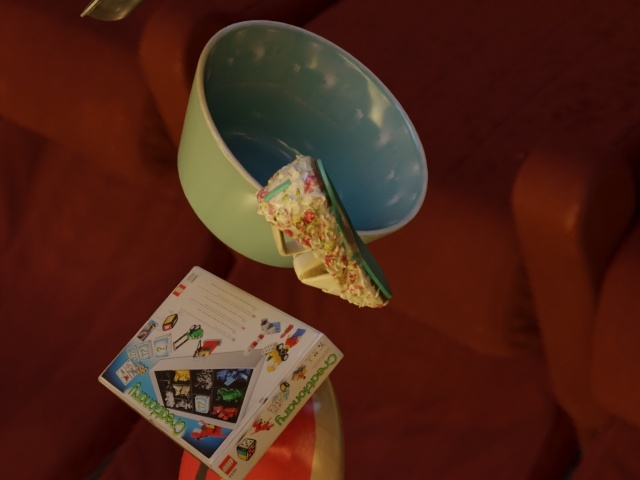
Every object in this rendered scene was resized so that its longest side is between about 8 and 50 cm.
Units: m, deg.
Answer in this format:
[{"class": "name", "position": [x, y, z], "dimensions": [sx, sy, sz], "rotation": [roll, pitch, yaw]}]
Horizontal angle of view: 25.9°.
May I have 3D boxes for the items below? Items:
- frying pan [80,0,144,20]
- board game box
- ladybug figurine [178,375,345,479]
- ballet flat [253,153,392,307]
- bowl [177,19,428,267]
[{"class": "frying pan", "position": [-0.127, -0.336, 1.397], "dimensions": [0.053, 0.197, 0.326], "rotation": [42, 112, -15]}, {"class": "board game box", "position": [-0.126, 0.151, 1.648], "dimensions": [0.053, 0.193, 0.305], "rotation": [48, 167, -33]}, {"class": "ladybug figurine", "position": [-0.091, 0.328, 1.870], "dimensions": [0.305, 0.161, 0.449], "rotation": [-118, 34, -46]}, {"class": "ballet flat", "position": [0.000, 0.000, 1.329], "dimensions": [0.241, 0.077, 0.091], "rotation": [58, -171, -53]}, {"class": "bowl", "position": [-0.045, -0.090, 1.644], "dimensions": [0.311, 0.311, 0.163], "rotation": [49, 129, 7]}]
